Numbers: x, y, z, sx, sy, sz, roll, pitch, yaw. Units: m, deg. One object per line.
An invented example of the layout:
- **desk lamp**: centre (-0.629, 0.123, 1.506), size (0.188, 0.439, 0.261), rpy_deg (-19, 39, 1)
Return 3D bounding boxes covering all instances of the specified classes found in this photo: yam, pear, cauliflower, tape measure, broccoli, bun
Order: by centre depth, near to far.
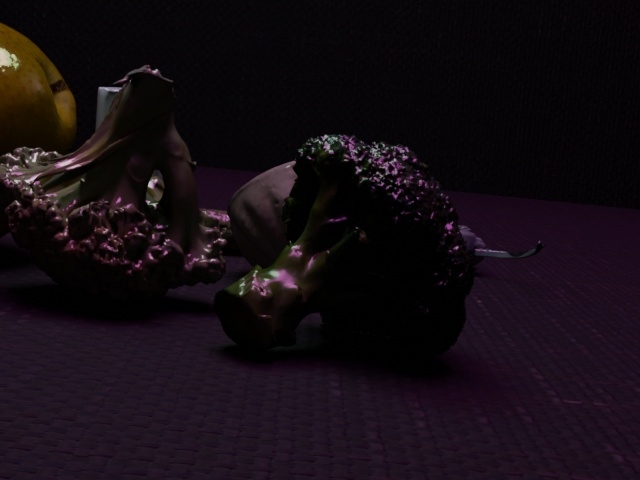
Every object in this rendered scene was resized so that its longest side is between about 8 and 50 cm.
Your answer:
- **broccoli**: centre (0.035, 0.026, 1.230), size (0.297, 0.298, 0.297), rpy_deg (-36, 30, -28)
- **cauliflower**: centre (-0.255, -0.057, 1.396), size (0.327, 0.281, 0.260), rpy_deg (31, -11, -7)
- **pear**: centre (-0.565, -0.152, 1.578), size (0.418, 0.362, 0.362), rpy_deg (-19, 3, 12)
- **bun**: centre (0.000, 0.000, 1.628), size (0.263, 0.175, 0.263), rpy_deg (-11, -25, -5)
- **yam**: centre (-0.192, -0.016, 1.857), size (0.179, 0.078, 0.078), rpy_deg (5, 8, -20)
- **tape measure**: centre (0.249, 0.021, 1.857), size (0.164, 0.084, 0.330), rpy_deg (-1, 9, -26)

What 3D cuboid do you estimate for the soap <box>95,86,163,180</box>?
- **soap**: centre (-0.322, -0.122, 1.828), size (0.087, 0.266, 0.160), rpy_deg (6, 9, 7)
